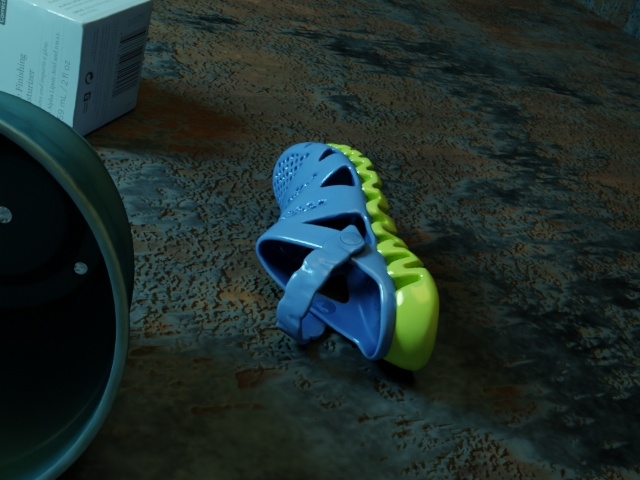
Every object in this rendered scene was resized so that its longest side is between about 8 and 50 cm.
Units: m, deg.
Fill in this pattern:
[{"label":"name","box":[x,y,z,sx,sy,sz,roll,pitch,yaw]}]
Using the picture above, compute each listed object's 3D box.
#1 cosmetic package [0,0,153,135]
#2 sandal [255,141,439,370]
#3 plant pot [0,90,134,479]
[{"label":"cosmetic package","box":[-0.322,-0.235,1.117,0.184,0.151,0.151,23,31,12]},{"label":"sandal","box":[0.000,0.000,0.925,0.138,0.126,0.317,0,33,-20]},{"label":"plant pot","box":[-0.251,0.012,0.660,0.272,0.271,0.255,13,15,-6]}]
